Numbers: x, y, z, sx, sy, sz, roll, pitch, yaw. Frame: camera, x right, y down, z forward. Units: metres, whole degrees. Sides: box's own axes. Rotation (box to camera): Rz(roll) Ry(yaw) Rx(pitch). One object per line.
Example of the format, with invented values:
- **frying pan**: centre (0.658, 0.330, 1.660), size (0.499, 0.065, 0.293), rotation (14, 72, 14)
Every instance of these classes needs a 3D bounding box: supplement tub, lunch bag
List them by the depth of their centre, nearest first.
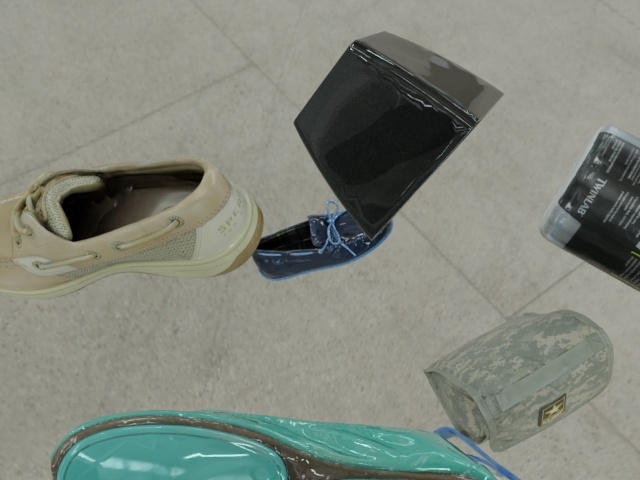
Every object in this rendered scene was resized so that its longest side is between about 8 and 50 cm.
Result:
- **supplement tub**: centre (0.530, -0.016, 1.133), size (0.338, 0.207, 0.207), rotation (31, 60, 12)
- **lunch bag**: centre (0.330, 0.229, 1.226), size (0.235, 0.287, 0.168), rotation (-28, 85, -7)

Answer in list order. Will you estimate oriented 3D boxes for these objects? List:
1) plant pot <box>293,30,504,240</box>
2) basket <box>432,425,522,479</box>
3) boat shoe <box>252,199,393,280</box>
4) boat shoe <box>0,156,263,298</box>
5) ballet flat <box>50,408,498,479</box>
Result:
- **plant pot**: centre (0.083, -0.145, 0.886), size (0.167, 0.188, 0.187), rotation (43, 30, 2)
- **basket**: centre (0.165, 0.378, 0.915), size (0.201, 0.289, 0.254), rotation (43, 77, -22)
- **boat shoe**: centre (0.000, 0.000, 1.293), size (0.258, 0.089, 0.109), rotation (-25, 44, 7)
- **boat shoe**: centre (-0.201, -0.020, 0.617), size (0.302, 0.098, 0.109), rotation (-3, 60, 21)
- **ballet flat**: centre (-0.020, 0.135, 0.414), size (0.247, 0.087, 0.083), rotation (11, 94, -12)
